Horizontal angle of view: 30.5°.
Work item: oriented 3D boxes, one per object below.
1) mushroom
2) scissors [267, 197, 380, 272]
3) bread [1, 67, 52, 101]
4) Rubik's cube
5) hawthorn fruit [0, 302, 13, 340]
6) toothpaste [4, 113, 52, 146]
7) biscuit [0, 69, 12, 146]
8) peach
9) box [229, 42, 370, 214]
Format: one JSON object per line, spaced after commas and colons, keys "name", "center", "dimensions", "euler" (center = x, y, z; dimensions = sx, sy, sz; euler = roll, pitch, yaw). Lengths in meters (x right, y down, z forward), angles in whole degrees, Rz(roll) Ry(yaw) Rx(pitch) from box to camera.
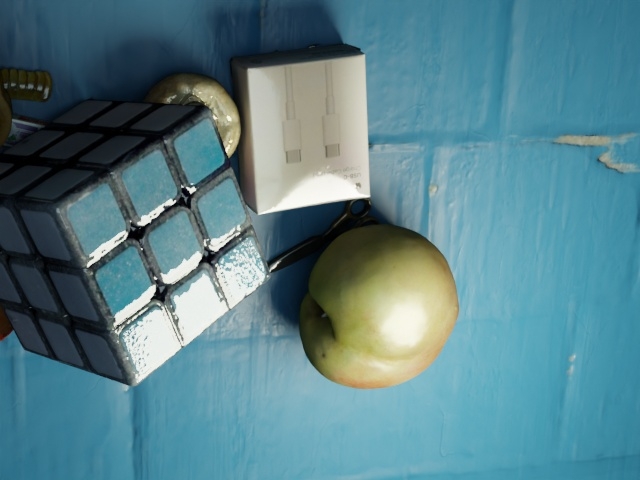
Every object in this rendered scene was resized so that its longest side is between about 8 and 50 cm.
{"name": "mushroom", "center": [-0.207, -0.180, 1.850], "dimensions": [0.166, 0.127, 0.166], "euler": [-5, 107, -15]}
{"name": "scissors", "center": [0.000, 0.000, 2.048], "dimensions": [0.220, 0.017, 0.088], "euler": [-29, 119, -9]}
{"name": "bread", "center": [-0.453, -0.238, 1.792], "dimensions": [0.088, 0.033, 0.049], "euler": [6, 99, -21]}
{"name": "Rubik's cube", "center": [-0.307, -0.008, 1.720], "dimensions": [0.301, 0.303, 0.305], "euler": [-41, 122, -35]}
{"name": "hawthorn fruit", "center": [-0.555, 0.105, 1.798], "dimensions": [0.251, 0.199, 0.199], "euler": [11, 104, -37]}
{"name": "toothpaste", "center": [-0.497, -0.175, 1.794], "dimensions": [0.196, 0.040, 0.047], "euler": [12, 105, -23]}
{"name": "biscuit", "center": [-0.622, -0.186, 1.663], "dimensions": [0.359, 0.074, 0.381], "euler": [-16, 129, 7]}
{"name": "peach", "center": [0.104, 0.114, 1.995], "dimensions": [0.292, 0.247, 0.292], "euler": [-9, 115, -21]}
{"name": "box", "center": [-0.031, -0.185, 1.928], "dimensions": [0.203, 0.106, 0.252], "euler": [-10, 112, -19]}
